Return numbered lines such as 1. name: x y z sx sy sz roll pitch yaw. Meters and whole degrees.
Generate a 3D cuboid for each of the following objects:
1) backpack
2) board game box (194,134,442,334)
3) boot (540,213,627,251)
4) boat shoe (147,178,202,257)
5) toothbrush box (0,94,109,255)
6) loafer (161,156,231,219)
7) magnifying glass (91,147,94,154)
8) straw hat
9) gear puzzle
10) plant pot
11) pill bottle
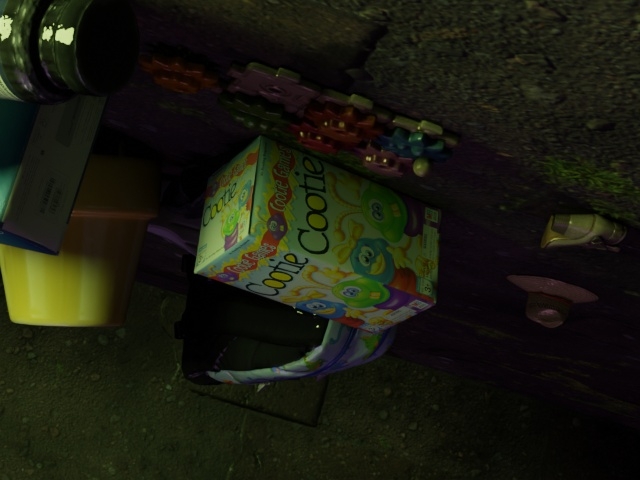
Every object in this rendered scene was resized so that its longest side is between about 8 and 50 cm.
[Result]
1. backpack: -0.045 0.094 2.037 0.273 0.290 0.355 11 166 -27
2. board game box: 0.000 0.000 1.635 0.275 0.142 0.144 21 149 -26
3. boot: 0.312 -0.004 1.525 0.087 0.042 0.118 13 170 3
4. boat shoe: -0.169 -0.033 1.962 0.335 0.121 0.119 22 -177 36
5. toothbrush box: -0.427 -0.121 1.527 0.295 0.216 0.126 10 168 25
6. loafer: -0.162 -0.078 1.773 0.078 0.076 0.223 28 160 -30
7. magnifying glass: -0.429 -0.162 1.854 0.231 0.026 0.092 25 166 -40
8. straw hat: 0.349 0.101 1.978 0.144 0.061 0.144 16 170 3
9. gear puzzle: -0.030 -0.130 1.354 0.339 0.044 0.175 18 170 -14
10. plant pot: -0.358 0.000 1.844 0.254 0.239 0.254 2 180 0
11. pill bottle: -0.283 -0.191 1.195 0.219 0.123 0.123 10 168 28
